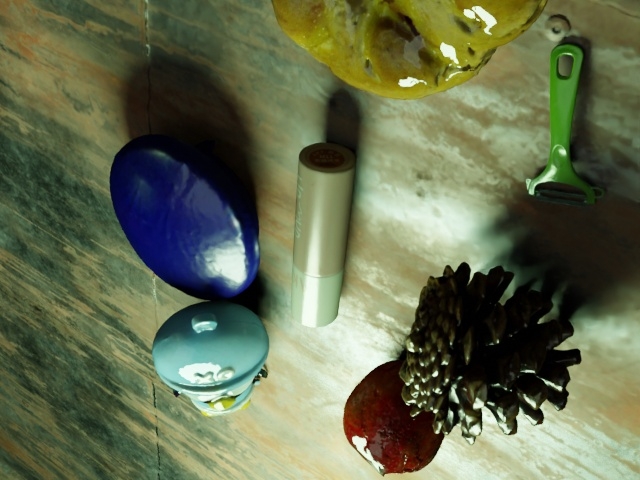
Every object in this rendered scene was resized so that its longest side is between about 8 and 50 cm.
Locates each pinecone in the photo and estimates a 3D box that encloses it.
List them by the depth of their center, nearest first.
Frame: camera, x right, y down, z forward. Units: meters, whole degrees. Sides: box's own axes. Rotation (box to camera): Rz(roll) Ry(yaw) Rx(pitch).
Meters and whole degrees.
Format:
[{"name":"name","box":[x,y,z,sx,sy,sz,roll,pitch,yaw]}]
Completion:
[{"name":"pinecone","box":[0.186,0.128,0.780,0.208,0.208,0.207,20,131,25]}]

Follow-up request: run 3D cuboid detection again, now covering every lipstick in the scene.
[{"name":"lipstick","box":[0.000,0.000,0.905,0.070,0.070,0.254,24,132,23]}]

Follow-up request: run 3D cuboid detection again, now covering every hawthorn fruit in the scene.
[{"name":"hawthorn fruit","box":[0.111,0.230,0.955,0.148,0.148,0.172,32,108,15]}]

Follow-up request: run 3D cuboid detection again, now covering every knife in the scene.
[{"name":"knife","box":[0.238,-0.107,0.678,0.078,0.022,0.166,9,126,27]}]

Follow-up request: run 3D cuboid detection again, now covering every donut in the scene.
[{"name":"donut","box":[0.073,-0.286,0.581,0.299,0.150,0.317,46,138,1]}]

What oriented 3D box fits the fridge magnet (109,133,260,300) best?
[{"name":"fridge magnet","box":[-0.192,-0.032,1.002,0.265,0.113,0.265,21,131,26]}]

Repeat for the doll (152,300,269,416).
[{"name":"doll","box":[-0.165,0.193,1.102,0.314,0.177,0.141,89,168,-55]}]
